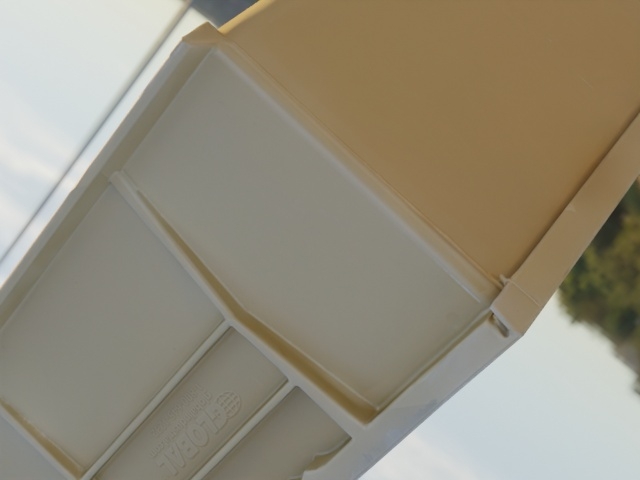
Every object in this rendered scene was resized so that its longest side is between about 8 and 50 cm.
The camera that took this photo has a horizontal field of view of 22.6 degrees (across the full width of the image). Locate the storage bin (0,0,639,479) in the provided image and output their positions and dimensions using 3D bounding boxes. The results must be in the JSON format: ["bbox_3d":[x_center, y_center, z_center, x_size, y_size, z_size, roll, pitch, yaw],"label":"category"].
[{"bbox_3d":[0.000,0.000,0.597,0.123,0.260,0.262,43,-141,1],"label":"storage bin"}]
